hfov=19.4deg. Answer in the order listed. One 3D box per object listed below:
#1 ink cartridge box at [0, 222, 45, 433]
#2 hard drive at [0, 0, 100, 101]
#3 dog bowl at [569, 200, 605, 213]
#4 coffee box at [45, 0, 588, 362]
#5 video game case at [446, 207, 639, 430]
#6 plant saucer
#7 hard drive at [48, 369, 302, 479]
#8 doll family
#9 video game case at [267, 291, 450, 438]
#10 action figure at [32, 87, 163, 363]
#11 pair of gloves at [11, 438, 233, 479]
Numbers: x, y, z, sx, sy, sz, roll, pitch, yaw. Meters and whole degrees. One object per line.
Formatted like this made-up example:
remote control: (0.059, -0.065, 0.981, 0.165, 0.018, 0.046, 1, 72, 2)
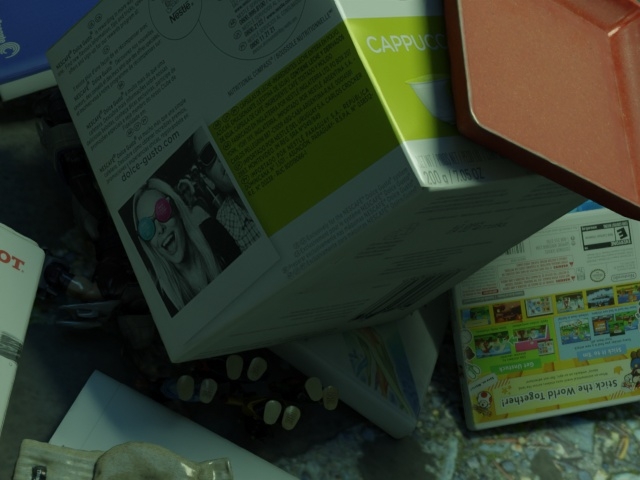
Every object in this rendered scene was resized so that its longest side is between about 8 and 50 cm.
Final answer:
ink cartridge box: (-0.374, 0.094, 1.635, 0.197, 0.114, 0.273, 30, 50, -26)
hard drive: (-0.206, -0.265, 1.988, 0.319, 0.040, 0.210, -18, 44, -7)
dog bowl: (0.269, -0.002, 2.025, 0.297, 0.074, 0.166, 26, 66, -17)
coffee box: (0.018, -0.125, 1.726, 0.338, 0.338, 0.334, -8, 68, -49)
video game case: (0.242, 0.077, 1.940, 0.227, 0.026, 0.206, -8, 89, -20)
plant saucer: (0.198, -0.145, 1.614, 0.258, 0.048, 0.259, 23, 47, -33)
hard drive: (-0.118, 0.267, 1.708, 0.307, 0.040, 0.203, 28, 47, 1)
doll family: (-0.080, 0.144, 1.782, 0.193, 0.111, 0.076, 23, 82, -20)
video game case: (0.000, 0.000, 1.916, 0.329, 0.036, 0.300, 36, 46, -16)
action figure: (-0.205, -0.013, 1.858, 0.185, 0.099, 0.285, -5, 71, -33)
pair of gloves: (-0.173, 0.293, 1.612, 0.204, 0.042, 0.240, 2, 69, -5)
